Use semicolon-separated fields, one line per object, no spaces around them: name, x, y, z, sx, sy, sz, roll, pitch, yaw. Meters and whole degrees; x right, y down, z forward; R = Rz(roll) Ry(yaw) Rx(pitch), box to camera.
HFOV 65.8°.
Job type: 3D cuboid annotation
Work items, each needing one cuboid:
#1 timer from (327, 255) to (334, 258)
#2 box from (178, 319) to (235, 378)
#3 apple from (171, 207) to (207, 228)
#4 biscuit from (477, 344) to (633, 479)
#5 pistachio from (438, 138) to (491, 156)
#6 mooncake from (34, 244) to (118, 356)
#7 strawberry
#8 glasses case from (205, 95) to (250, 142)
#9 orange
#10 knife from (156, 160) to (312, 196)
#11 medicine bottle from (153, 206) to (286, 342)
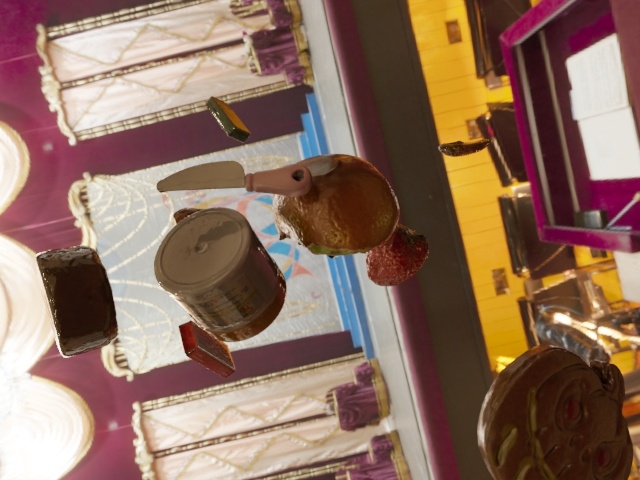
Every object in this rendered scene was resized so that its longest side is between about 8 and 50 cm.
timer;0.000;0.000;1.536;0.144;0.055;0.187;45;-173;6
box;-0.374;0.362;1.640;0.229;0.050;0.123;51;-175;-47
apple;-0.341;-0.018;1.388;0.146;0.163;0.147;-173;89;-79
biscuit;0.487;0.385;0.976;0.394;0.350;0.070;45;172;-16
pistachio;0.466;-0.298;1.605;0.089;0.172;0.049;-101;6;-71
mooncake;-0.635;0.153;1.300;0.284;0.155;0.285;25;121;50
strawberry;0.291;0.064;2.021;0.257;0.257;0.277;-101;36;-75
glasses case;-0.298;-0.389;1.586;0.077;0.039;0.184;15;-148;-53
orange;0.029;-0.104;1.183;0.334;0.262;0.196;37;138;57
knife;-0.184;-0.136;1.051;0.043;0.335;0.081;85;-172;-69
medicine bottle;-0.225;0.081;1.141;0.232;0.237;0.238;63;-169;-49
